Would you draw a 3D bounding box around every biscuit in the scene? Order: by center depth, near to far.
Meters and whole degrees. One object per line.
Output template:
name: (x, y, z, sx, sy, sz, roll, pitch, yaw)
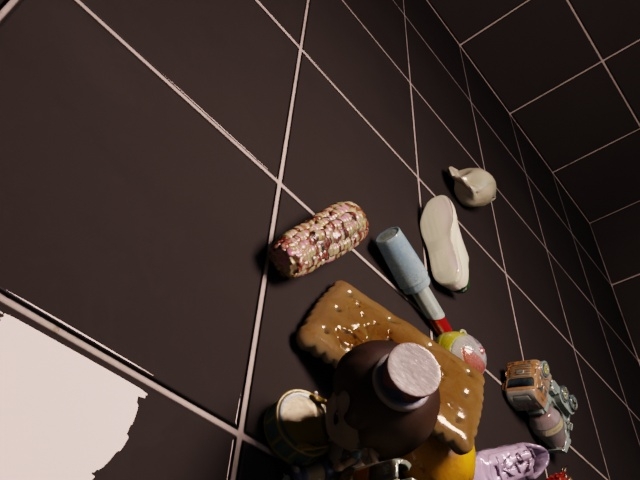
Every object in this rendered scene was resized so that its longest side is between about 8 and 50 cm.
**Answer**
biscuit: (0.126, 0.194, 1.045, 0.325, 0.044, 0.217, 34, 31, 5)

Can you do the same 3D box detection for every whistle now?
whistle: (0.273, 0.270, 1.277, 0.123, 0.123, 0.223, 46, 47, -25)

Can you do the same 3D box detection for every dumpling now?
dumpling: (0.465, -0.172, 1.973, 0.151, 0.124, 0.229, 35, 7, 33)

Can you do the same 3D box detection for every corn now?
corn: (0.000, 0.000, 1.108, 0.092, 0.092, 0.281, 60, 34, -1)

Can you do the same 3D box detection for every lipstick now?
lipstick: (0.208, 0.097, 1.364, 0.274, 0.068, 0.061, 58, 21, -20)

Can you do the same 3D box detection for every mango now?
mango: (0.184, 0.308, 1.101, 0.177, 0.119, 0.316, 31, 32, -35)

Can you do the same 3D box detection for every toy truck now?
toy truck: (0.559, 0.421, 1.599, 0.256, 0.108, 0.140, 48, 45, -28)

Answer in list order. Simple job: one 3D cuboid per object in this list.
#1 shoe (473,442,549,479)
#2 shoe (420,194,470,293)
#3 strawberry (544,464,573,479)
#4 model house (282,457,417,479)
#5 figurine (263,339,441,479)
shoe: (0.342, 0.435, 1.206, 0.245, 0.138, 0.095, 17, 47, -52)
shoe: (0.320, 0.015, 1.596, 0.110, 0.095, 0.264, 41, 40, -42)
strawberry: (0.546, 0.607, 1.430, 0.140, 0.085, 0.192, 37, 42, -49)
model house: (0.049, 0.380, 0.710, 0.198, 0.215, 0.224, 45, 32, -33)
figurine: (0.054, 0.214, 0.811, 0.158, 0.275, 0.161, 34, 33, -16)
